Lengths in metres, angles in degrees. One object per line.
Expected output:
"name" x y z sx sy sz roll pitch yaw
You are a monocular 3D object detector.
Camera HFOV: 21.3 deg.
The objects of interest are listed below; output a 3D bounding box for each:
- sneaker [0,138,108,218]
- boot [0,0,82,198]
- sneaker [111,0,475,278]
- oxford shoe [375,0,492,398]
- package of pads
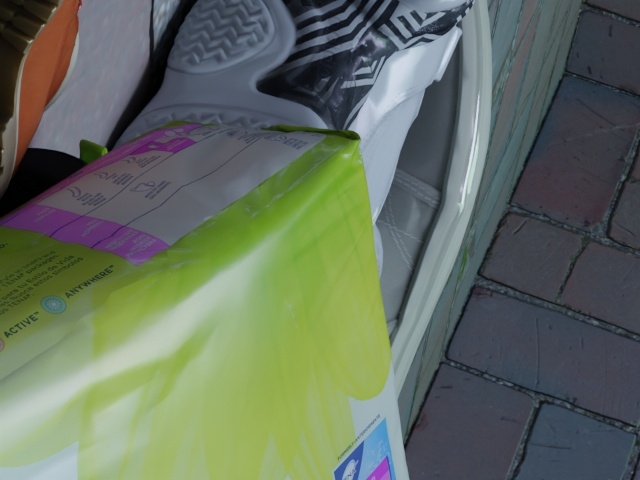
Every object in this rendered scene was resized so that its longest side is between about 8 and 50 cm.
"sneaker" -0.127 0.072 0.716 0.097 0.084 0.234 16 94 -82
"boot" -0.109 -0.088 0.594 0.084 0.059 0.158 -62 176 -55
"sneaker" -0.002 -0.082 0.967 0.365 0.137 0.210 -61 168 -22
"oxford shoe" 0.000 0.000 1.143 0.169 0.130 0.449 37 -67 58
"package of pads" -0.080 0.101 0.610 0.296 0.101 0.229 -38 127 -46
